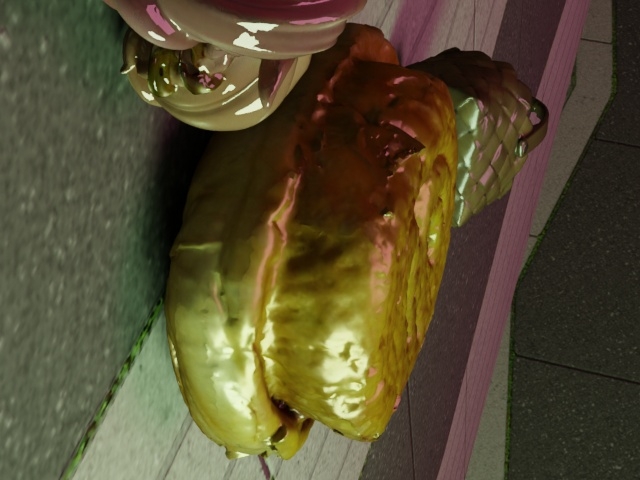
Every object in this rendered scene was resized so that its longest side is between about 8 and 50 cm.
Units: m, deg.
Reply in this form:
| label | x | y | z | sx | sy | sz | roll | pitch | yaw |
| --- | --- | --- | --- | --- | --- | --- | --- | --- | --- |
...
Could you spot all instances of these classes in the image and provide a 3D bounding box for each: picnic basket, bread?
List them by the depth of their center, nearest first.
| label | x | y | z | sx | sy | sz | roll | pitch | yaw |
| --- | --- | --- | --- | --- | --- | --- | --- | --- | --- |
| bread | 0.000 | -0.002 | 0.634 | 0.198 | 0.120 | 0.236 | 83 | 23 | -48 |
| picnic basket | 0.126 | -0.099 | 1.030 | 0.178 | 0.128 | 0.137 | -38 | 140 | -55 |

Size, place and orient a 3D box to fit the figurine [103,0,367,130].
| label | x | y | z | sx | sy | sz | roll | pitch | yaw |
| --- | --- | --- | --- | --- | --- | --- | --- | --- | --- |
| figurine | -0.033 | -0.095 | 0.447 | 0.126 | 0.114 | 0.157 | -25 | 141 | -29 |
